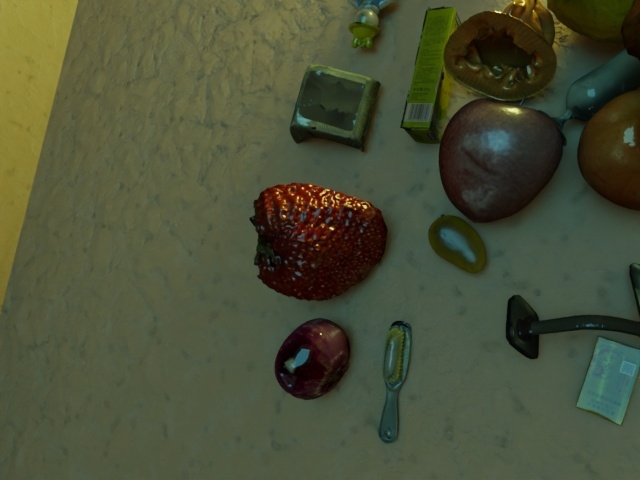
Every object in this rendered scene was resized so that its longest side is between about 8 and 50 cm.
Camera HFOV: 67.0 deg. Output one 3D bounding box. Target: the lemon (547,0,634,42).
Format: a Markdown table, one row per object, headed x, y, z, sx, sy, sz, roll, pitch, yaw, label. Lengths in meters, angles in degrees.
| x | y | z | sx | sy | sz | roll | pitch | yaw | label |
| --- | --- | --- | --- | --- | --- | --- | --- | --- | --- |
| 0.611 | -0.557 | 0.998 | 0.268 | 0.268 | 0.322 | -48 | 54 | 13 | lemon |

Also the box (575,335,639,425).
| x | y | z | sx | sy | sz | roll | pitch | yaw | label |
| --- | --- | --- | --- | --- | --- | --- | --- | --- | --- |
| 0.587 | 0.282 | 0.980 | 0.088 | 0.022 | 0.157 | 16 | 88 | 30 | box |

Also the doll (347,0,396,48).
| x | y | z | sx | sy | sz | roll | pitch | yaw | label |
| --- | --- | --- | --- | --- | --- | --- | --- | --- | --- |
| 0.141 | -0.667 | 1.383 | 0.135 | 0.099 | 0.241 | 14 | 87 | -9 | doll |

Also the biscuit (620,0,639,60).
| x | y | z | sx | sy | sz | roll | pitch | yaw | label |
| --- | --- | --- | --- | --- | --- | --- | --- | --- | --- |
| 0.752 | -0.407 | 0.830 | 0.343 | 0.394 | 0.166 | -61 | 18 | 9 | biscuit |

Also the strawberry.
| x | y | z | sx | sy | sz | roll | pitch | yaw | label |
| --- | --- | --- | --- | --- | --- | --- | --- | --- | --- |
| 0.000 | 0.000 | 1.261 | 0.350 | 0.267 | 0.312 | -3 | 106 | 0 | strawberry |

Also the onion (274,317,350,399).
| x | y | z | sx | sy | sz | roll | pitch | yaw | label |
| --- | --- | --- | --- | --- | --- | --- | --- | --- | --- |
| -0.026 | 0.302 | 1.234 | 0.207 | 0.200 | 0.201 | -31 | 66 | 14 | onion |

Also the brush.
| x | y | z | sx | sy | sz | roll | pitch | yaw | label |
| --- | --- | --- | --- | --- | --- | --- | --- | --- | --- |
| 0.173 | 0.344 | 1.178 | 0.068 | 0.060 | 0.297 | 3 | 81 | 27 | brush |

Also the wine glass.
| x | y | z | sx | sy | sz | roll | pitch | yaw | label |
| --- | --- | --- | --- | --- | --- | --- | --- | --- | --- |
| 0.600 | -0.318 | 1.051 | 0.231 | 0.103 | 0.103 | -38 | 64 | 13 | wine glass |

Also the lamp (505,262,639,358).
| x | y | z | sx | sy | sz | roll | pitch | yaw | label |
| --- | --- | --- | --- | --- | --- | --- | --- | --- | --- |
| 0.533 | 0.134 | 0.982 | 0.283 | 0.124 | 0.203 | -8 | 50 | 31 | lamp |

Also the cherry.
| x | y | z | sx | sy | sz | roll | pitch | yaw | label |
| --- | --- | --- | --- | --- | --- | --- | --- | --- | --- |
| 0.386 | -0.181 | 1.081 | 0.261 | 0.221 | 0.308 | 32 | 115 | 38 | cherry |

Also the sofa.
| x | y | z | sx | sy | sz | roll | pitch | yaw | label |
| --- | --- | --- | --- | --- | --- | --- | --- | --- | --- |
| 0.039 | -0.369 | 1.391 | 0.225 | 0.176 | 0.210 | 13 | 86 | 2 | sofa |

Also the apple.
| x | y | z | sx | sy | sz | roll | pitch | yaw | label |
| --- | --- | --- | --- | --- | --- | --- | --- | --- | --- |
| 0.634 | -0.172 | 0.929 | 0.253 | 0.253 | 0.254 | -6 | 77 | 28 | apple |

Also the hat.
| x | y | z | sx | sy | sz | roll | pitch | yaw | label |
| --- | --- | --- | --- | --- | --- | --- | --- | --- | --- |
| 0.456 | -0.493 | 1.154 | 0.244 | 0.233 | 0.233 | -6 | 43 | 51 | hat |

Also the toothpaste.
| x | y | z | sx | sy | sz | roll | pitch | yaw | label |
| --- | --- | --- | --- | --- | --- | --- | --- | --- | --- |
| 0.290 | -0.417 | 1.239 | 0.077 | 0.110 | 0.328 | 10 | 85 | 32 | toothpaste |

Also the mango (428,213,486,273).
| x | y | z | sx | sy | sz | roll | pitch | yaw | label |
| --- | --- | --- | --- | --- | --- | --- | --- | --- | --- |
| 0.329 | 0.010 | 1.151 | 0.103 | 0.076 | 0.161 | -44 | 66 | 9 | mango |
